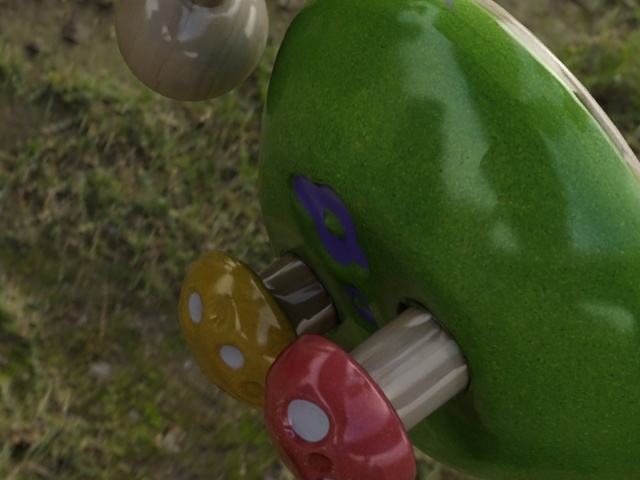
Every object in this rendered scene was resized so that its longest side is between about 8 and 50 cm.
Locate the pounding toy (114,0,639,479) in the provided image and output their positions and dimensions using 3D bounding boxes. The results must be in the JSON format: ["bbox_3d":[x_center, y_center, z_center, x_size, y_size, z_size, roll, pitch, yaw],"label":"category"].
[{"bbox_3d":[0.000,0.000,0.524,0.110,0.183,0.237,-34,84,-20],"label":"pounding toy"}]
